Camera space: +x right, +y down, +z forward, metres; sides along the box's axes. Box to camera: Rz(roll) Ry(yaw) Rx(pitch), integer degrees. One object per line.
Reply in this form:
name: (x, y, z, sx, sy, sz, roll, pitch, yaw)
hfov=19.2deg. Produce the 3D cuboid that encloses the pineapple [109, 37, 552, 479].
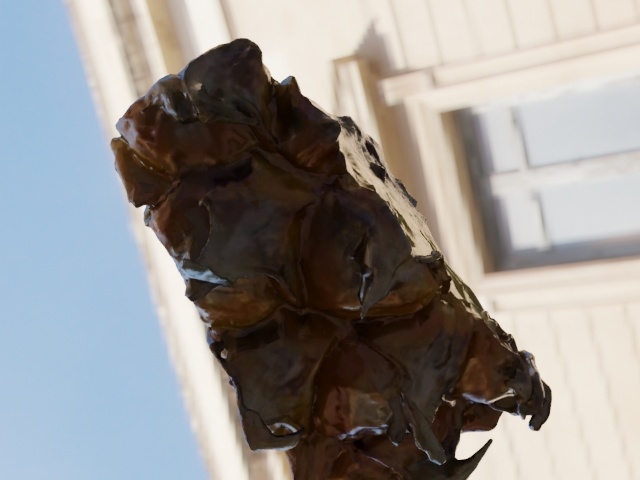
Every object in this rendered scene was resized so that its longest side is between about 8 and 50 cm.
pineapple: (0.000, 0.000, 0.480, 0.137, 0.069, 0.116, 59, -173, -30)
